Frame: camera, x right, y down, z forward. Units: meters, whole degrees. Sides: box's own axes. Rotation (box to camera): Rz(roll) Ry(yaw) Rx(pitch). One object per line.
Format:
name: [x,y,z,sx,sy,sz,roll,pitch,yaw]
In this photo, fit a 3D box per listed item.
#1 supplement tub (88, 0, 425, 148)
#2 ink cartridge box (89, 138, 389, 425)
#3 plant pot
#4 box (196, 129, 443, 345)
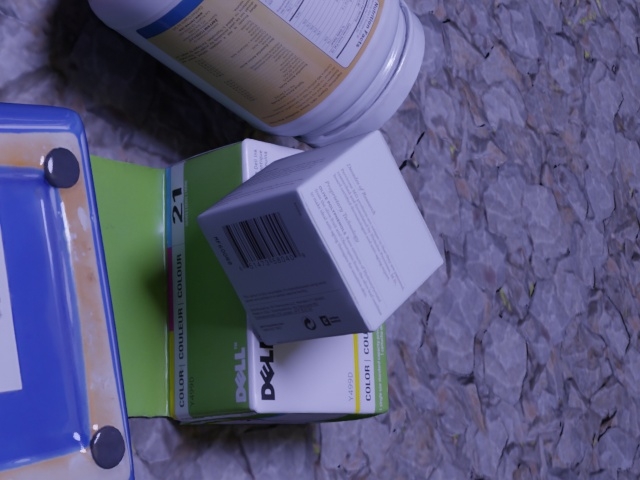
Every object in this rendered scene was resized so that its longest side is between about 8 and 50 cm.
supplement tub: [-0.039,-0.159,0.750,0.200,0.144,0.144,33,59,-37]
ink cartridge box: [-0.077,0.029,0.761,0.255,0.097,0.189,8,75,-45]
plant pot: [-0.224,0.048,0.527,0.236,0.212,0.236,-4,84,-45]
box: [0.000,0.000,0.704,0.087,0.101,0.102,-41,109,-41]
